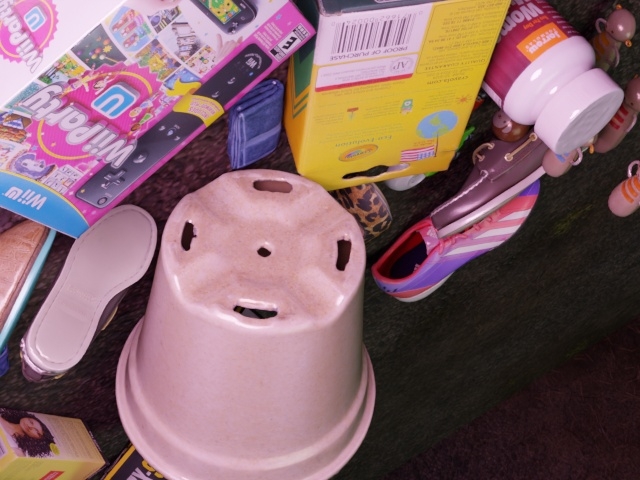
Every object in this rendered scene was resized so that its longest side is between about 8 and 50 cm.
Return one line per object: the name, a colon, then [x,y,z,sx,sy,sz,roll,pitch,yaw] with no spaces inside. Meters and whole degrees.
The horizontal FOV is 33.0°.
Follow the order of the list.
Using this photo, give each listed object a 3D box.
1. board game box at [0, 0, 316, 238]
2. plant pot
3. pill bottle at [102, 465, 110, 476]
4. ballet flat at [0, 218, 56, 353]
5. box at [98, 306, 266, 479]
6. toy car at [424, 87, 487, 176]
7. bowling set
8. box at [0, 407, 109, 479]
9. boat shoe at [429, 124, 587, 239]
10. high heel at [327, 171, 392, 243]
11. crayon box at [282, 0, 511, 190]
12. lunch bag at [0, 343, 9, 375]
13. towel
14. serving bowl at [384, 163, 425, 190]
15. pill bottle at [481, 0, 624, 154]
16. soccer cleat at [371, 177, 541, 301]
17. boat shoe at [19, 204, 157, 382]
board game box: [-0.177,-0.152,0.932,0.303,0.097,0.224,-38,157,8]
plant pot: [-0.078,0.092,1.276,0.334,0.334,0.305,-25,150,-24]
pill bottle: [-0.315,0.425,1.873,0.087,0.087,0.160,-37,157,1]
ballet flat: [-0.379,0.118,1.104,0.116,0.124,0.342,-131,-119,-77]
box: [-0.212,0.269,1.576,0.322,0.079,0.257,-50,-175,33]
toy car: [0.187,-0.170,1.453,0.239,0.053,0.225,-28,163,-38]
bowling set: [0.353,-0.171,1.489,0.200,0.286,0.154,-6,158,-17]
box: [-0.390,0.288,1.502,0.058,0.087,0.232,-39,158,7]
boat shoe: [0.294,-0.121,1.660,0.324,0.096,0.116,-34,179,-1]
high heel: [0.000,0.000,1.458,0.186,0.093,0.261,-38,170,-10]
crayon box: [0.069,-0.177,1.180,0.202,0.081,0.318,-10,150,-14]
lunch bag: [-0.397,0.122,1.190,0.098,0.067,0.065,-24,154,-23]
towel: [-0.071,-0.128,1.212,0.067,0.029,0.119,-28,156,-20]
serving bowl: [0.132,-0.099,1.560,0.083,0.027,0.083,-30,157,-14]
pill bottle: [0.233,-0.210,1.231,0.121,0.221,0.121,-32,157,-15]
soccer cleat: [0.220,-0.017,1.753,0.318,0.108,0.116,-39,153,14]
boat shoe: [-0.254,0.054,1.170,0.069,0.081,0.227,-42,-165,51]
